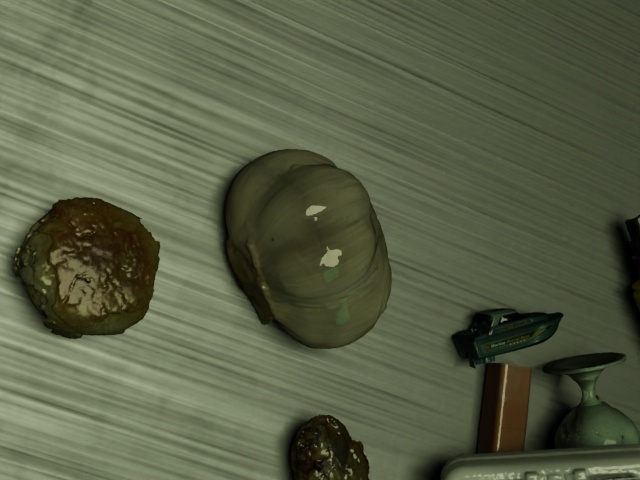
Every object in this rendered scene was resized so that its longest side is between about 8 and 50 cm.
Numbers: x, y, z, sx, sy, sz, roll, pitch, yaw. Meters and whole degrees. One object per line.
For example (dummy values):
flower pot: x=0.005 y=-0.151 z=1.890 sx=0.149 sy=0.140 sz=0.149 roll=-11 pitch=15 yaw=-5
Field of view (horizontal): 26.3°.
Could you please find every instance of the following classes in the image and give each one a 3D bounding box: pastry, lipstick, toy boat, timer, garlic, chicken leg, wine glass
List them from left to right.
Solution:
pastry: x=-0.237 y=0.028 z=1.414 sx=0.153 sy=0.081 sz=0.153 roll=2 pitch=83 yaw=-19
garlic: x=0.000 y=0.000 z=1.491 sx=0.178 sy=0.143 sz=0.229 roll=-31 pitch=89 yaw=-21
chicken leg: x=0.034 y=0.283 z=1.526 sx=0.198 sy=0.069 sz=0.085 roll=53 pitch=45 yaw=-18
lipstick: x=0.215 y=0.218 z=1.614 sx=0.045 sy=0.045 sz=0.145 roll=10 pitch=82 yaw=-20
toy boat: x=0.229 y=0.106 z=1.625 sx=0.141 sy=0.055 sz=0.060 roll=-13 pitch=97 yaw=-24
timer: x=0.265 y=0.327 z=1.547 sx=0.253 sy=0.078 sz=0.178 roll=-5 pitch=101 yaw=3
wine glass: x=0.331 y=0.255 z=1.631 sx=0.103 sy=0.103 sz=0.231 roll=-10 pitch=92 yaw=-24

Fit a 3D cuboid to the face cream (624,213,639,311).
face cream: x=0.441 y=0.095 z=1.707 sx=0.078 sy=0.078 sz=0.273 roll=-25 pitch=95 yaw=-23
